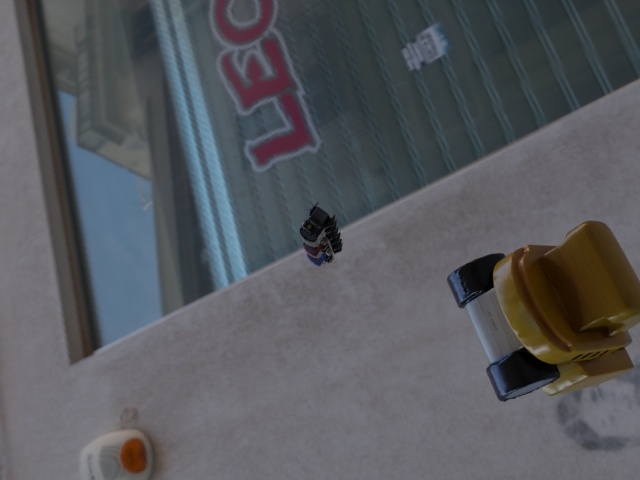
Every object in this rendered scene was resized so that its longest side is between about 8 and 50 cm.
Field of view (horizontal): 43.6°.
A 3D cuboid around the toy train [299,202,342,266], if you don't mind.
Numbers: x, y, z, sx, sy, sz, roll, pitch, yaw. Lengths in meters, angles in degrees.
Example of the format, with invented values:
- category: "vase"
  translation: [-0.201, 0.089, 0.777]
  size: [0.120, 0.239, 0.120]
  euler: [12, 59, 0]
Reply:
- category: "toy train"
  translation: [0.000, 0.000, 0.749]
  size: [0.027, 0.036, 0.158]
  euler: [36, 174, 10]

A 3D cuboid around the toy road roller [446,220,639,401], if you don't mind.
- category: "toy road roller"
  translation: [0.370, 0.091, 1.153]
  size: [0.329, 0.240, 0.203]
  euler: [1, -120, -43]
